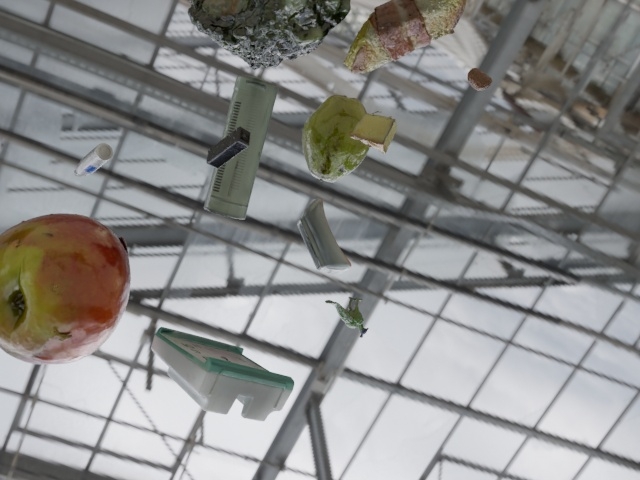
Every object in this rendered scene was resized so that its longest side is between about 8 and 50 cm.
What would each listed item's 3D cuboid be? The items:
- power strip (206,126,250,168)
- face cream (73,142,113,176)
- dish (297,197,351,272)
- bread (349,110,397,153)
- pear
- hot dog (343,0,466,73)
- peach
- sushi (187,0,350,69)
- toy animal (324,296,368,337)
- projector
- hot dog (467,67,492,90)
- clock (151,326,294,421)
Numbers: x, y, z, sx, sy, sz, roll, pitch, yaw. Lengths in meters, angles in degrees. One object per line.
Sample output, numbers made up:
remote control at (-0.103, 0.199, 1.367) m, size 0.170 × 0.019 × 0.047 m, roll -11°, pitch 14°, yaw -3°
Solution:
power strip at (-0.174, -0.175, 1.641) m, size 0.029 × 0.111 × 0.038 m, roll 25°, pitch -126°, yaw -32°
face cream at (-0.431, -0.147, 1.627) m, size 0.034 × 0.130 × 0.034 m, roll 12°, pitch -110°, yaw -34°
dish at (0.000, 0.000, 2.391) m, size 0.151 × 0.077 × 0.213 m, roll 139°, pitch 107°, yaw -78°
bread at (0.127, -0.273, 2.090) m, size 0.109 × 0.084 × 0.080 m, roll 28°, pitch 173°, yaw 16°
pear at (0.047, -0.303, 2.584) m, size 0.212 × 0.269 × 0.212 m, roll 16°, pitch 178°, yaw 1°
hot dog at (0.156, -0.421, 1.689) m, size 0.123 × 0.261 × 0.093 m, roll 57°, pitch -169°, yaw -60°
peach at (-0.597, 0.108, 1.987) m, size 0.370 × 0.370 × 0.370 m, roll 23°, pitch -157°, yaw -10°
sushi at (-0.079, -0.509, 1.711) m, size 0.178 × 0.352 × 0.294 m, roll 27°, pitch -164°, yaw -49°
toy animal at (0.068, 0.161, 2.082) m, size 0.041 × 0.075 × 0.217 m, roll 4°, pitch 154°, yaw 29°
projector at (-0.192, -0.223, 2.089) m, size 0.108 × 0.338 × 0.108 m, roll 15°, pitch -178°, yaw -1°
hot dog at (0.488, -0.493, 2.654) m, size 0.083 × 0.058 × 0.035 m, roll 47°, pitch 180°, yaw 30°
clock at (-0.228, 0.304, 1.954) m, size 0.262 × 0.116 × 0.231 m, roll 24°, pitch 179°, yaw -44°
